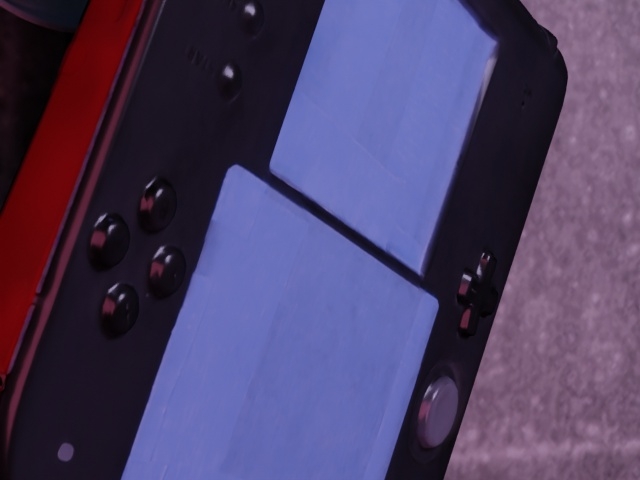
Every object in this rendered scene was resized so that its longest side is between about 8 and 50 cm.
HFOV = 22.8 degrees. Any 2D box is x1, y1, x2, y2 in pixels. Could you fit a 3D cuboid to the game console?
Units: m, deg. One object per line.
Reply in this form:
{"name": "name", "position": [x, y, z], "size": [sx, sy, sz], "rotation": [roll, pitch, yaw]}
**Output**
{"name": "game console", "position": [0.000, 0.000, 0.728], "size": [0.386, 0.060, 0.342], "rotation": [34, 78, -60]}

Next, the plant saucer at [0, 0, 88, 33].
{"name": "plant saucer", "position": [-0.107, -0.246, 0.657], "size": [0.317, 0.044, 0.317], "rotation": [-30, 124, -58]}
